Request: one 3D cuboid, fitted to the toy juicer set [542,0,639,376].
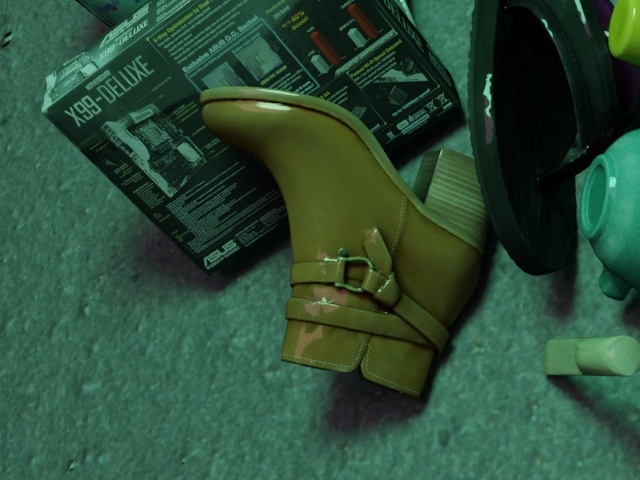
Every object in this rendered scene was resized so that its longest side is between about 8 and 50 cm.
[{"bbox_3d":[0.252,-0.016,1.031,0.209,0.089,0.329,-108,28,-74],"label":"toy juicer set"}]

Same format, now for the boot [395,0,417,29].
[{"bbox_3d":[0.067,-0.299,1.401,0.123,0.095,0.258,-23,73,-10],"label":"boot"}]

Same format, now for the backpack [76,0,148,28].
[{"bbox_3d":[-0.154,-0.329,1.478,0.253,0.225,0.191,-39,53,10],"label":"backpack"}]

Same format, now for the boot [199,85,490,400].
[{"bbox_3d":[0.000,0.000,1.219,0.109,0.283,0.220,170,121,-80],"label":"boot"}]

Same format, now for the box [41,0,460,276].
[{"bbox_3d":[-0.064,-0.138,1.302,0.307,0.242,0.076,-34,31,16],"label":"box"}]

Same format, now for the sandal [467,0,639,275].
[{"bbox_3d":[0.211,-0.189,1.194,0.107,0.167,0.446,-9,62,36],"label":"sandal"}]
